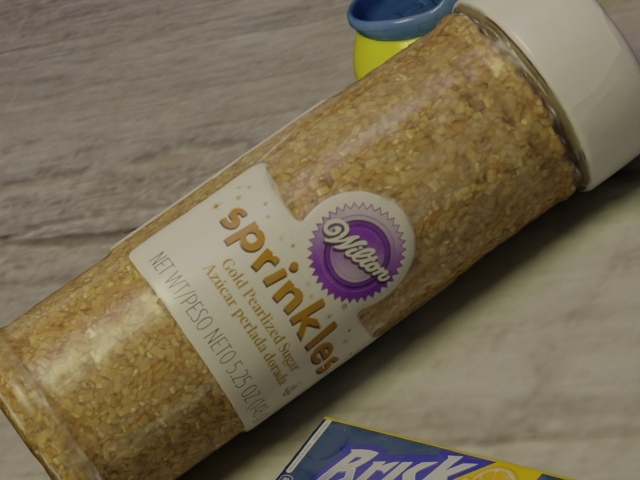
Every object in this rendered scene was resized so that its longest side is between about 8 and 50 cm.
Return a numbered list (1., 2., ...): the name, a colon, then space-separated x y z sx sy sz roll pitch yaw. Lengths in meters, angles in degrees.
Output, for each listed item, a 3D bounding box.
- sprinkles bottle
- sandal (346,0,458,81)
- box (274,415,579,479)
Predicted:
1. sprinkles bottle: 0.000 0.000 0.929 0.355 0.121 0.121 -36 33 -7
2. sandal: 0.138 -0.218 1.101 0.317 0.138 0.126 -35 31 -11
3. box: 0.056 0.126 0.778 0.169 0.054 0.059 8 49 44
